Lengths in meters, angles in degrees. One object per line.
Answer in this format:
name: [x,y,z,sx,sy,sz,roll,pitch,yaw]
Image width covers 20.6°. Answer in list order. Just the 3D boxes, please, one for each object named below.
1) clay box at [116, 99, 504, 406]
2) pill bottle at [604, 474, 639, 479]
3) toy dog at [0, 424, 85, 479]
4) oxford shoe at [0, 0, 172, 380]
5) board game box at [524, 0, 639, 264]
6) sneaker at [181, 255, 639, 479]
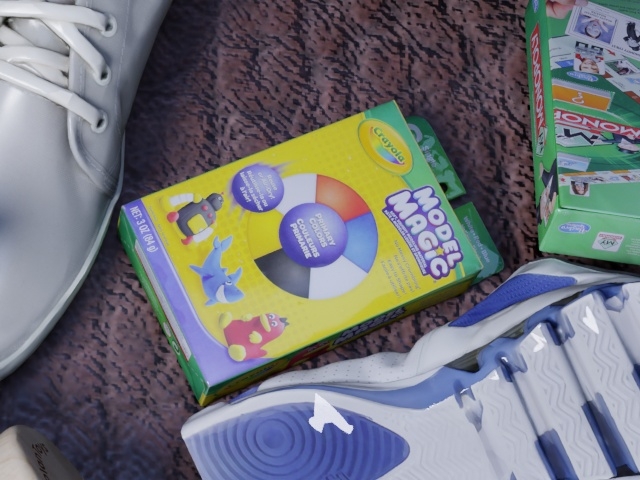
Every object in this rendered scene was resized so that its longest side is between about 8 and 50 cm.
clay box: [0.000,0.000,1.099,0.222,0.053,0.127,-23,76,-17]
pill bottle: [0.191,0.245,1.004,0.119,0.119,0.208,0,70,-10]
toy dog: [-0.268,0.082,0.916,0.333,0.161,0.220,34,87,10]
oxford shoe: [-0.174,-0.122,1.075,0.169,0.130,0.449,22,69,-6]
board game box: [0.295,-0.066,1.151,0.317,0.046,0.213,8,51,-7]
sneaker: [0.094,0.099,1.042,0.315,0.182,0.127,-20,94,14]
